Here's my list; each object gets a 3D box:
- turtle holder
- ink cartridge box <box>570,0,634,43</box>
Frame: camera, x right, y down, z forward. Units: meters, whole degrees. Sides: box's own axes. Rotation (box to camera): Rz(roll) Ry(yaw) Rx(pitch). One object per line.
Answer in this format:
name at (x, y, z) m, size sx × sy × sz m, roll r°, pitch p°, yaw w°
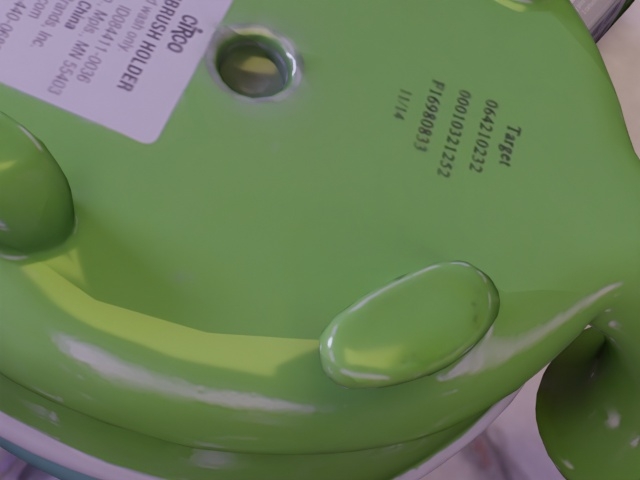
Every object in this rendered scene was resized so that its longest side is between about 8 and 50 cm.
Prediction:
turtle holder at (-0.009, -0.016, 0.502) m, size 0.320 × 0.227 × 0.243 m, roll -2°, pitch 61°, yaw -17°
ink cartridge box at (0.059, -0.168, 0.702) m, size 0.209 × 0.062 × 0.109 m, roll 39°, pitch 60°, yaw 9°
